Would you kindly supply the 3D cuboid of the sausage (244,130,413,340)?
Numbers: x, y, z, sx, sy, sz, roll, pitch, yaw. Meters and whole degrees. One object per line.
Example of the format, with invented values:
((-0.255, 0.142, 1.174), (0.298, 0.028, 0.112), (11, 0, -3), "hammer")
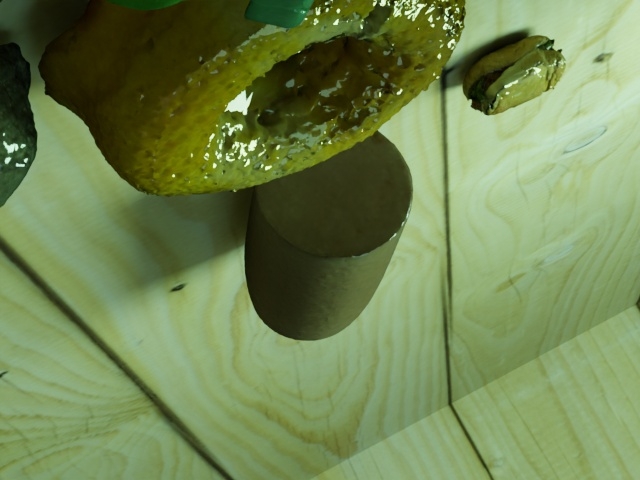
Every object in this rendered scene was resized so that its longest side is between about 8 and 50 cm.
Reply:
((0.000, 0.000, 1.407), (0.123, 0.123, 0.253), (-25, 164, -13), "sausage")

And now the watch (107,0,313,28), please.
((-0.052, -0.179, 0.755), (0.131, 0.152, 0.165), (105, 4, -69), "watch")

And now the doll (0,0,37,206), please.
((-0.237, -0.069, 0.856), (0.286, 0.091, 0.202), (-23, 134, -60), "doll")

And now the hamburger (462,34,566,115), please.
((0.157, -0.135, 1.400), (0.083, 0.044, 0.076), (-27, 163, -15), "hamburger")

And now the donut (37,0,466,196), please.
((-0.035, -0.120, 0.996), (0.253, 0.118, 0.253), (-22, 159, -9), "donut")
